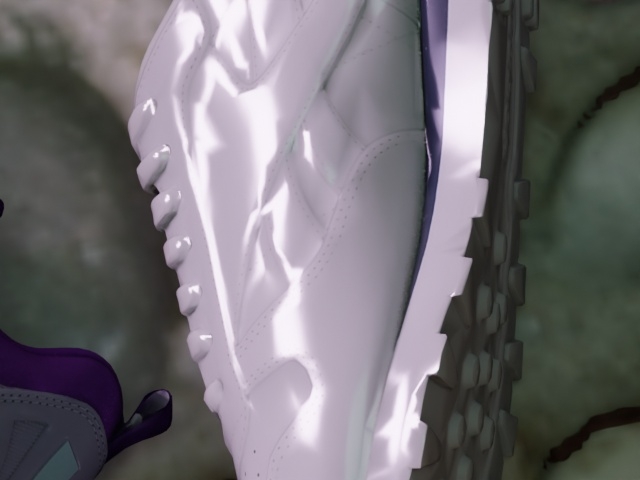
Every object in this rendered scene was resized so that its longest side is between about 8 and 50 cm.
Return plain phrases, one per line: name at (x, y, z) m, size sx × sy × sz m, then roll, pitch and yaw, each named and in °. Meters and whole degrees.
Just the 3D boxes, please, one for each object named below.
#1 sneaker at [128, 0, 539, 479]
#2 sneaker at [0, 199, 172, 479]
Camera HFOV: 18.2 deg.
sneaker at (0.000, 0.000, 0.487) m, size 0.095 × 0.090 × 0.235 m, roll 1°, pitch 70°, yaw 12°
sneaker at (-0.141, -0.003, 0.491) m, size 0.223 × 0.083 × 0.098 m, roll 46°, pitch 57°, yaw 6°
